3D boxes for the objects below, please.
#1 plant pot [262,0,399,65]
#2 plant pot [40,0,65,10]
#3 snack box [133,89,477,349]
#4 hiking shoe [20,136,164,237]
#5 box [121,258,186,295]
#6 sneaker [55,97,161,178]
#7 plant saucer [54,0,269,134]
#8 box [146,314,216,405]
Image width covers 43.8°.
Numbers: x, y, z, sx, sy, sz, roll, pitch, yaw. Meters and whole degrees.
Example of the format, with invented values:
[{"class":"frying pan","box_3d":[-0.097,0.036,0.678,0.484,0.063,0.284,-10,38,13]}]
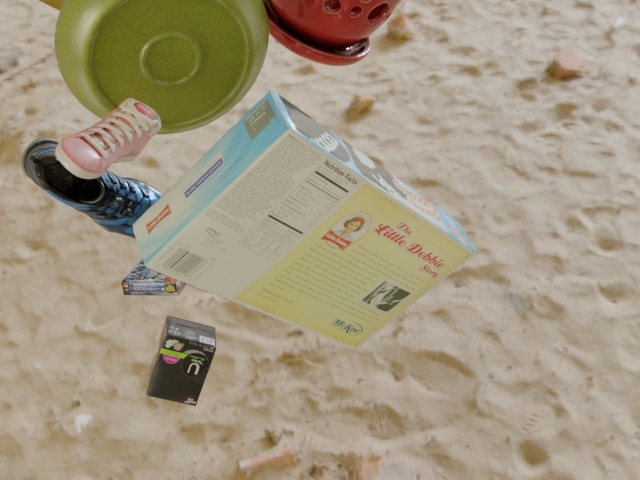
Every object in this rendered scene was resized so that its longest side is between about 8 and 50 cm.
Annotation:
[{"class":"plant pot","box_3d":[0.013,-0.344,1.055,0.191,0.174,0.191,18,40,-16]},{"class":"plant pot","box_3d":[-0.353,-0.369,1.044,0.082,0.083,0.081,21,42,-25]},{"class":"snack box","box_3d":[0.000,0.000,0.798,0.187,0.322,0.060,-41,49,19]},{"class":"hiking shoe","box_3d":[-0.383,-0.071,1.408,0.304,0.113,0.132,26,5,-27]},{"class":"box","box_3d":[-0.259,0.050,1.320,0.094,0.027,0.137,0,24,10]},{"class":"sneaker","box_3d":[-0.203,-0.106,0.782,0.051,0.070,0.134,46,22,0]},{"class":"plant saucer","box_3d":[-0.170,-0.209,0.890,0.241,0.240,0.037,-14,46,-11]},{"class":"box","box_3d":[-0.163,0.141,0.932,0.062,0.083,0.052,17,18,-15]}]
